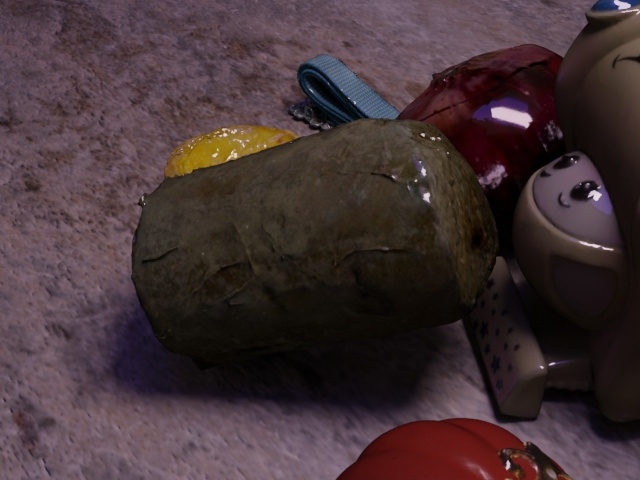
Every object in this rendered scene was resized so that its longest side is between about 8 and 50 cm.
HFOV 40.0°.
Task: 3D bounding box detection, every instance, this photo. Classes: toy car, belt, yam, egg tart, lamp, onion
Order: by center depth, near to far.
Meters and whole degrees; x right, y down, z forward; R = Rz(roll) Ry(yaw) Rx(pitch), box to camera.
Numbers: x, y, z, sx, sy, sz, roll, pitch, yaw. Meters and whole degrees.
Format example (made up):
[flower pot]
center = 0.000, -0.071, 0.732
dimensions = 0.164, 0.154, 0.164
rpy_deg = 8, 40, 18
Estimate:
[lamp]
center = 0.100, 0.226, 0.576
dimensions = 0.227, 0.226, 0.226
rpy_deg = -1, 40, 1
[toy car]
center = 0.258, -0.019, 0.766
dimensions = 0.227, 0.335, 0.242
rpy_deg = -6, 41, -2
[yam]
center = 0.000, 0.000, 0.800
dimensions = 0.300, 0.195, 0.195
rpy_deg = -13, 37, 20
[onion]
center = 0.196, -0.096, 0.972
dimensions = 0.252, 0.219, 0.252
rpy_deg = -36, 8, 5
[egg tart]
center = -0.086, -0.066, 1.034
dimensions = 0.191, 0.074, 0.191
rpy_deg = 0, 40, 0
[belt]
center = 0.040, -0.166, 1.161
dimensions = 0.065, 0.100, 0.179
rpy_deg = -32, 64, -32
